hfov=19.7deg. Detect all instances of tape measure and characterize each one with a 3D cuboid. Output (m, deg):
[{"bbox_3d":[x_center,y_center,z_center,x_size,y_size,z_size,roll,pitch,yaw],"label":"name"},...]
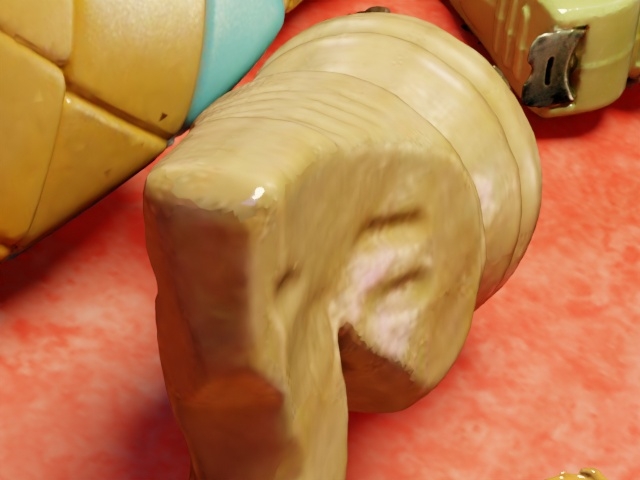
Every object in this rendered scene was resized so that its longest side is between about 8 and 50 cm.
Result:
[{"bbox_3d":[0.140,-0.142,0.983,0.154,0.087,0.177,-11,42,-18],"label":"tape measure"}]

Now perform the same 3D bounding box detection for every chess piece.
[{"bbox_3d":[0.000,0.000,0.638,0.137,0.137,0.301,25,16,6],"label":"chess piece"}]

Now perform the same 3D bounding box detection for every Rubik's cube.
[{"bbox_3d":[-0.185,-0.122,0.717,0.254,0.254,0.254,12,38,-10],"label":"Rubik's cube"}]

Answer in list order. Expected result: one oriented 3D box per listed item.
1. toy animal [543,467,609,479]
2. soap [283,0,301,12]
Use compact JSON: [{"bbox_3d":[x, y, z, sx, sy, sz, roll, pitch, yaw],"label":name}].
[{"bbox_3d":[0.047,0.143,0.606,0.255,0.116,0.114,17,24,10],"label":"toy animal"},{"bbox_3d":[-0.029,-0.237,1.003,0.199,0.091,0.315,24,38,20],"label":"soap"}]
